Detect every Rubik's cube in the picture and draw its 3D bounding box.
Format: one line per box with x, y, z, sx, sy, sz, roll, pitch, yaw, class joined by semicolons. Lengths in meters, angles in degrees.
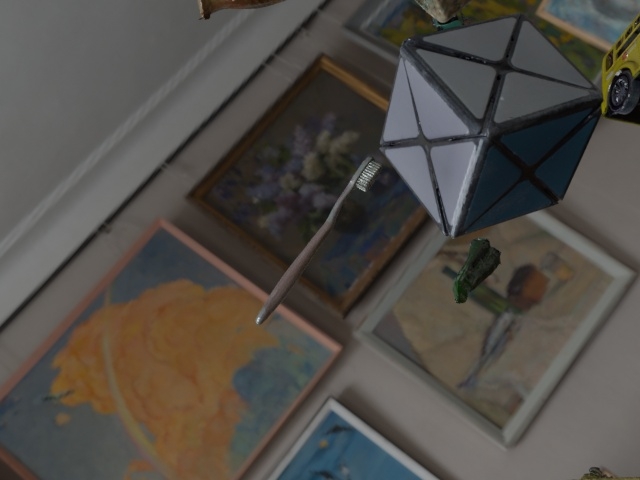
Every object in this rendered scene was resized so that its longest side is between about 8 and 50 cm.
0.276;-0.191;1.559;0.260;0.255;0.259;-18;-37;-19;Rubik's cube

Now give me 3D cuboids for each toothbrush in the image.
0.000;0.000;1.355;0.307;0.030;0.025;-54;-23;-15;toothbrush

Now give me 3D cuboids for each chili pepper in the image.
0.337;0.079;2.054;0.059;0.088;0.227;-41;5;38;chili pepper

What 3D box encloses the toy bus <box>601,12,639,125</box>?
0.503;-0.282;1.222;0.331;0.145;0.151;120;158;-57;toy bus

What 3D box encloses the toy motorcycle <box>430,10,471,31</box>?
0.294;-0.502;2.121;0.058;0.100;0.173;51;-151;-45;toy motorcycle

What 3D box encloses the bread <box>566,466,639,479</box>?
0.460;0.430;1.467;0.160;0.169;0.140;31;-126;-69;bread

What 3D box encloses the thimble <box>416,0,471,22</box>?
0.237;-0.574;1.926;0.148;0.196;0.229;-43;-39;3;thimble

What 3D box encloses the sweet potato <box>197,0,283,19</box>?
-0.084;-0.502;1.724;0.131;0.337;0.131;-8;-90;-78;sweet potato
